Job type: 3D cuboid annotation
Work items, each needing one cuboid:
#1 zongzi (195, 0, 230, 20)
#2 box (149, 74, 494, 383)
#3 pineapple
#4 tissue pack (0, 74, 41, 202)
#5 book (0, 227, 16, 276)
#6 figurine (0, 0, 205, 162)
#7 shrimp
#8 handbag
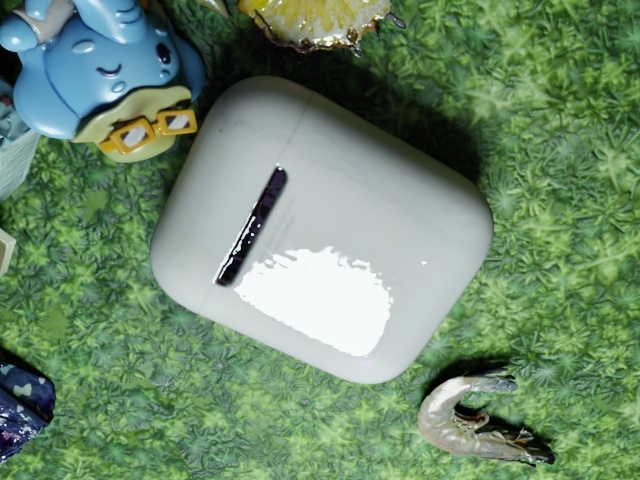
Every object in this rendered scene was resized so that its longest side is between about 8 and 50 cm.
[{"bbox_3d":[-0.146,-0.271,0.594,0.076,0.040,0.083,-10,128,11],"label":"zongzi"},{"bbox_3d":[0.000,0.000,0.632,0.349,0.141,0.288,27,109,-9],"label":"box"},{"bbox_3d":[0.000,-0.293,0.579,0.222,0.047,0.221,1,113,3],"label":"pineapple"},{"bbox_3d":[-0.424,-0.165,0.570,0.263,0.089,0.177,45,139,-12],"label":"tissue pack"},{"bbox_3d":[-0.454,-0.039,0.647,0.199,0.016,0.138,41,144,-14],"label":"book"},{"bbox_3d":[-0.230,-0.202,0.549,0.154,0.180,0.262,-16,119,27],"label":"figurine"},{"bbox_3d":[0.249,0.250,0.775,0.220,0.046,0.152,19,112,-6],"label":"shrimp"},{"bbox_3d":[-0.490,0.220,0.713,0.162,0.113,0.260,-34,132,14],"label":"handbag"}]
